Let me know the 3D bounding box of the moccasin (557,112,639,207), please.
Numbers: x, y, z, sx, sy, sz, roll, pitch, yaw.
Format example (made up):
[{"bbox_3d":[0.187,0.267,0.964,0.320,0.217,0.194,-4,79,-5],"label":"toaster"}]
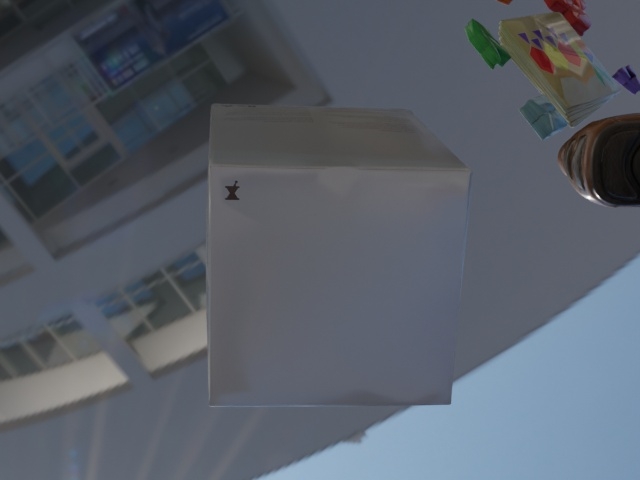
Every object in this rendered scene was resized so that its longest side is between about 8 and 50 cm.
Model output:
[{"bbox_3d":[0.452,-0.083,1.111,0.380,0.139,0.147,-6,-170,-3],"label":"moccasin"}]

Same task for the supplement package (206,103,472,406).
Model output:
[{"bbox_3d":[0.000,0.000,0.892,0.199,0.198,0.262,1,-163,-6],"label":"supplement package"}]

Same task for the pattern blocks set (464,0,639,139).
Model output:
[{"bbox_3d":[0.298,-0.220,1.267,0.325,0.285,0.026,-10,154,-47],"label":"pattern blocks set"}]
